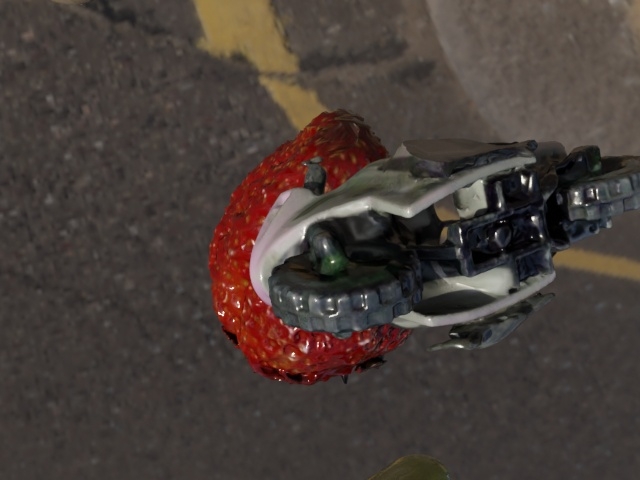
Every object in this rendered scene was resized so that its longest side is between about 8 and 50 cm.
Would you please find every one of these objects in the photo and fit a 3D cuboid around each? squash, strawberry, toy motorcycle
[{"bbox_3d":[0.074,0.279,1.456,0.083,0.083,0.250,-36,168,21],"label":"squash"},{"bbox_3d":[0.000,0.000,1.467,0.239,0.250,0.288,-27,149,-32],"label":"strawberry"},{"bbox_3d":[0.082,-0.010,0.988,0.327,0.188,0.143,-21,106,-32],"label":"toy motorcycle"}]

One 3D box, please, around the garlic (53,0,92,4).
[{"bbox_3d":[-0.242,-0.344,1.375,0.228,0.227,0.152,-27,168,9],"label":"garlic"}]
